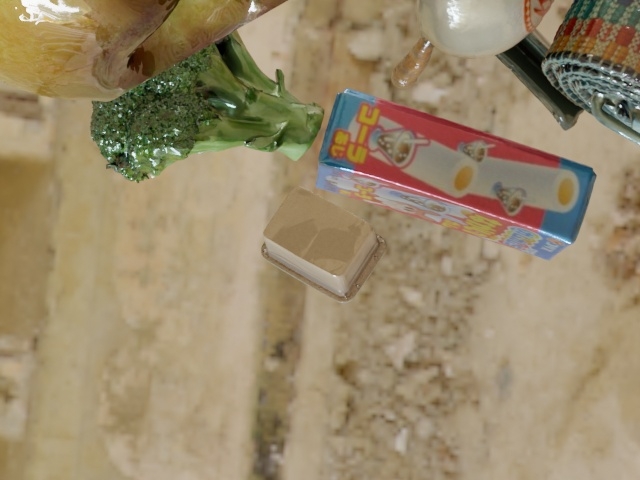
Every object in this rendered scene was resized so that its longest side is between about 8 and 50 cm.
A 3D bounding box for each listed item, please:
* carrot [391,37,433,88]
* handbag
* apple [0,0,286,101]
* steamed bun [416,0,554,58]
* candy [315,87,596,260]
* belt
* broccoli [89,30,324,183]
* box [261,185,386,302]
[{"bbox_3d":[0.128,-0.240,1.905,0.165,0.036,0.035,132,142,-69],"label":"carrot"},{"bbox_3d":[0.325,-0.288,2.194,0.079,0.247,0.260,-45,2,16],"label":"handbag"},{"bbox_3d":[-0.171,-0.276,1.009,0.384,0.374,0.374,168,107,-78],"label":"apple"},{"bbox_3d":[0.199,-0.313,1.599,0.232,0.145,0.231,14,-90,-79],"label":"steamed bun"},{"bbox_3d":[0.151,-0.072,1.665,0.157,0.306,0.100,102,-175,-81],"label":"candy"},{"bbox_3d":[0.386,-0.164,1.543,0.160,0.295,0.207,-61,1,-6],"label":"belt"},{"bbox_3d":[-0.128,-0.176,1.624,0.254,0.269,0.269,-163,80,-76],"label":"broccoli"},{"bbox_3d":[0.000,0.000,1.548,0.089,0.122,0.062,-55,-20,-15],"label":"box"}]
